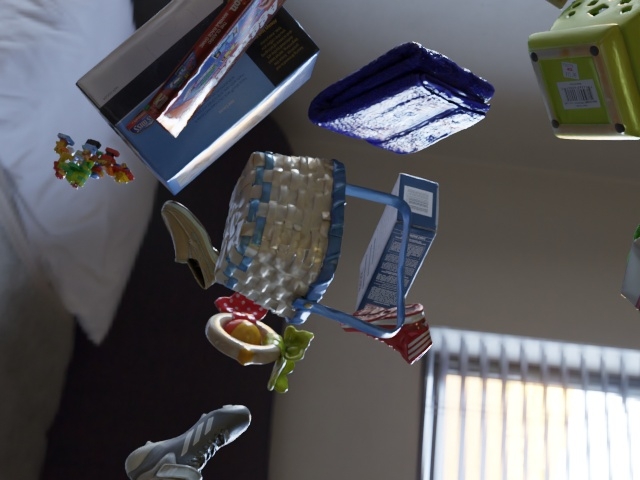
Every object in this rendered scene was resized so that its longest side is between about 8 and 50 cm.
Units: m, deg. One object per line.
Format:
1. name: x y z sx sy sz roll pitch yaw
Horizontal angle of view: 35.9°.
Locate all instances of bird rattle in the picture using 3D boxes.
1. bird rattle: -0.146 0.190 2.052 0.207 0.253 0.143 2 125 -55

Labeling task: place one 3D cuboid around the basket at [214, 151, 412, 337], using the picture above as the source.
1. basket: 0.000 0.000 1.494 0.201 0.289 0.254 118 -15 -50

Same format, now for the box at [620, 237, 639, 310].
1. box: 0.594 0.083 1.492 0.232 0.149 0.126 50 -25 39

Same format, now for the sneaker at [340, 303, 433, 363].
1. sneaker: 0.144 0.212 2.122 0.087 0.221 0.128 -30 104 -41

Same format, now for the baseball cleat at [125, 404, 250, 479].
1. baseball cleat: -0.180 0.319 1.459 0.109 0.206 0.072 43 -31 44

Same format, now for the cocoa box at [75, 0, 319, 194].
1. cocoa box: -0.205 -0.279 1.715 0.347 0.228 0.231 -42 -179 -6

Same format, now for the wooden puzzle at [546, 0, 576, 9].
1. wooden puzzle: 0.428 -0.467 1.797 0.014 0.116 0.078 -46 162 -59

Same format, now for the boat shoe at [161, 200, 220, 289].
1. boat shoe: -0.242 0.013 1.825 0.072 0.068 0.190 -50 123 -27

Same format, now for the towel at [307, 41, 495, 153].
1. towel: 0.144 -0.221 1.652 0.308 0.228 0.076 10 57 -58

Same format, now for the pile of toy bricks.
1. pile of toy bricks: -0.545 -0.166 2.266 0.105 0.212 0.118 -62 155 -20

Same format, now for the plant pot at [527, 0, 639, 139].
1. plant pot: 0.492 -0.286 1.651 0.228 0.207 0.227 10 -53 57

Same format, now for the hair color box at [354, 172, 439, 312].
1. hair color box: 0.185 0.023 2.418 0.347 0.105 0.173 111 -8 -45

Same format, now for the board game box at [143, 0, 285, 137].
1. board game box: -0.140 -0.274 1.403 0.281 0.027 0.145 -52 177 -2

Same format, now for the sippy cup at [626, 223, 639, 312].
1. sippy cup: 0.829 0.079 2.155 0.224 0.305 0.240 -29 -153 41
